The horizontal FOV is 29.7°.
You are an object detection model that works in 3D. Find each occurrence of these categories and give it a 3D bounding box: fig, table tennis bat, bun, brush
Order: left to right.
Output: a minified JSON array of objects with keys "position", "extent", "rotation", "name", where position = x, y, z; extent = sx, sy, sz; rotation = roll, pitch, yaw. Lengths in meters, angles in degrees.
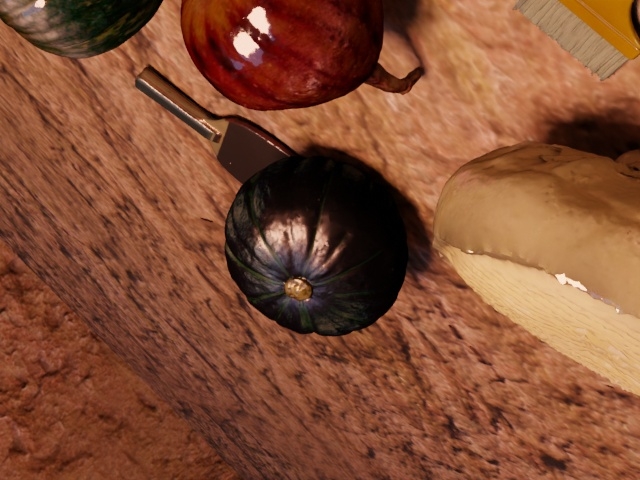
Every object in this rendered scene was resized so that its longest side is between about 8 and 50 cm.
[{"position":[-0.089,-0.100,1.328],"extent":[0.274,0.021,0.154],"rotation":[36,160,0],"name":"table tennis bat"},{"position":[-0.021,-0.154,0.885],"extent":[0.148,0.149,0.202],"rotation":[-88,-22,-58],"name":"fig"},{"position":[0.187,-0.160,0.726],"extent":[0.083,0.011,0.205],"rotation":[40,160,-1],"name":"brush"},{"position":[0.226,0.020,0.860],"extent":[0.287,0.146,0.287],"rotation":[32,174,4],"name":"bun"}]

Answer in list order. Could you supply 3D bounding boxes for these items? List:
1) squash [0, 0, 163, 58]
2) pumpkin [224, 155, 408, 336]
[{"position":[-0.221,-0.251,0.994],"extent":[0.218,0.172,0.218],"rotation":[32,172,5],"name":"squash"},{"position":[-0.004,0.007,1.208],"extent":[0.194,0.150,0.194],"rotation":[22,154,12],"name":"pumpkin"}]
